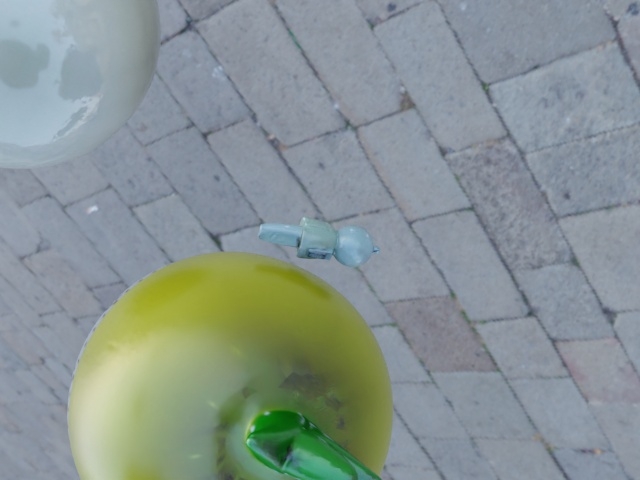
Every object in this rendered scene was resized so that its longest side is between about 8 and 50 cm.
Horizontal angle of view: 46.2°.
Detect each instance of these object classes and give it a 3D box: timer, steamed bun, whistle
[{"bbox_3d":[-0.051,0.139,0.581,0.285,0.285,0.285,22,139,20],"label":"timer"},{"bbox_3d":[-0.332,-0.221,0.773,0.325,0.206,0.324,3,125,4],"label":"steamed bun"},{"bbox_3d":[0.000,0.000,0.605,0.100,0.035,0.035,9,142,-9],"label":"whistle"}]
